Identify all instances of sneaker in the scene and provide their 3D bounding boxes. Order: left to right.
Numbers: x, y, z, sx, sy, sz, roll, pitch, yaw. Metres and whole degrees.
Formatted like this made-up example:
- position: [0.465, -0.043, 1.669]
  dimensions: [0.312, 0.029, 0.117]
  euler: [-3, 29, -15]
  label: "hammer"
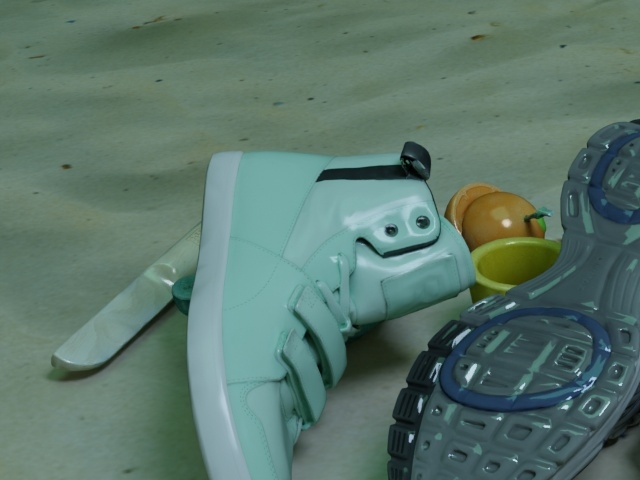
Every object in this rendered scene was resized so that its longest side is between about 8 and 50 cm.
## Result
- position: [0.011, 0.044, 0.756]
  dimensions: [0.151, 0.094, 0.256]
  euler: [-5, 52, 6]
  label: "sneaker"
- position: [0.147, 0.065, 0.754]
  dimensions: [0.111, 0.129, 0.297]
  euler: [21, 55, 37]
  label: "sneaker"

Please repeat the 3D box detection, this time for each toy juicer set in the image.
- position: [0.000, 0.000, 0.924]
  dimensions: [0.329, 0.089, 0.209]
  euler: [-3, 27, 7]
  label: "toy juicer set"
